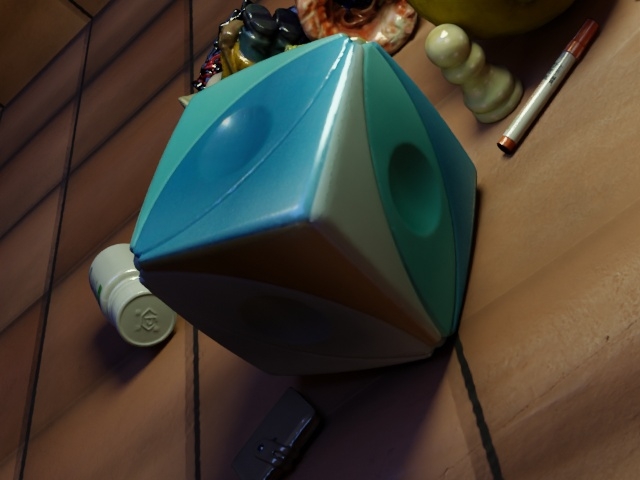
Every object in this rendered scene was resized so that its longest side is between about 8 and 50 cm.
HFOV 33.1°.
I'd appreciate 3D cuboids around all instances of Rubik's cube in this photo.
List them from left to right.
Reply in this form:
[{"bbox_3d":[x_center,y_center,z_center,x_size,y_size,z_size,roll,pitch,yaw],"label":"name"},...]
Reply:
[{"bbox_3d":[-0.011,-0.035,1.517,0.352,0.347,0.351,-15,47,34],"label":"Rubik's cube"}]

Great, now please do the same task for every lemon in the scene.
[{"bbox_3d":[0.267,-0.466,1.665,0.364,0.364,0.364,-34,34,27],"label":"lemon"}]

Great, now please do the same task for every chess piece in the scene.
[{"bbox_3d":[0.225,-0.263,1.654,0.094,0.170,0.094,-35,34,29],"label":"chess piece"}]

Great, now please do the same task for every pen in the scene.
[{"bbox_3d":[0.340,-0.231,1.605,0.239,0.028,0.028,-54,30,-5],"label":"pen"}]

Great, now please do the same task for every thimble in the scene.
[{"bbox_3d":[0.064,-0.460,2.034,0.239,0.239,0.162,-40,30,19],"label":"thimble"}]

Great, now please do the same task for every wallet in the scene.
[{"bbox_3d":[-0.066,0.293,1.570,0.152,0.039,0.118,-52,28,-4],"label":"wallet"}]

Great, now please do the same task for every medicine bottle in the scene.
[{"bbox_3d":[-0.360,0.106,2.081,0.139,0.139,0.237,-50,31,1],"label":"medicine bottle"}]

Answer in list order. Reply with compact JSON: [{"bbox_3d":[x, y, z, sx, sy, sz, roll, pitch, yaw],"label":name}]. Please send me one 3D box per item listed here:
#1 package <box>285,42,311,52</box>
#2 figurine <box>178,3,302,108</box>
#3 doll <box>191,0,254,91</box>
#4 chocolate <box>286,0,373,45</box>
[{"bbox_3d":[0.028,-0.289,1.950,0.090,0.226,0.168,95,-177,-47],"label":"package"},{"bbox_3d":[-0.147,-0.289,2.107,0.332,0.185,0.204,-46,48,47],"label":"figurine"},{"bbox_3d":[-0.221,-0.459,2.577,0.127,0.088,0.248,29,90,39],"label":"doll"},{"bbox_3d":[-0.009,-0.472,2.248,0.343,0.126,0.148,-31,11,34],"label":"chocolate"}]
